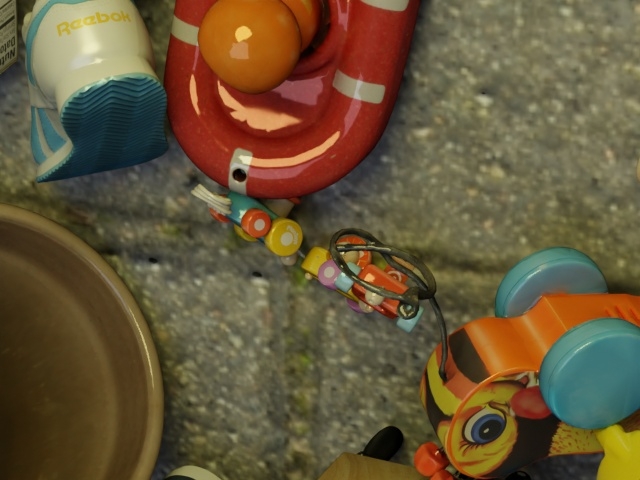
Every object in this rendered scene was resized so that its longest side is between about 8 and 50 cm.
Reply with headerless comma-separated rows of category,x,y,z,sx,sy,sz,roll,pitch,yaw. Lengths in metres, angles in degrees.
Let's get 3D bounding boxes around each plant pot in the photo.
plant pot,-0.278,0.131,1.081,0.263,0.263,0.229,51,137,-8

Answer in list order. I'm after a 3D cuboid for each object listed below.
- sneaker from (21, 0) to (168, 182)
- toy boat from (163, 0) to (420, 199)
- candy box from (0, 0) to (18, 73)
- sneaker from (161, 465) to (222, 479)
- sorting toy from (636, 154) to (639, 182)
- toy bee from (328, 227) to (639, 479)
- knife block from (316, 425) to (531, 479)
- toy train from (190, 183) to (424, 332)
sneaker,-0.145,-0.098,0.964,0.229,0.087,0.092,133,121,-69
toy boat,-0.027,-0.128,0.905,0.151,0.151,0.231,18,119,11
candy box,-0.281,-0.246,0.917,0.183,0.087,0.316,27,138,17
sneaker,-0.043,0.247,1.053,0.235,0.095,0.090,24,112,21
sorting toy,0.305,-0.089,0.869,0.208,0.038,0.193,18,119,12
toy bee,0.126,0.084,0.928,0.298,0.195,0.162,19,118,-4
knife block,0.024,0.192,0.968,0.242,0.275,0.088,26,110,58
toy train,0.000,0.000,0.989,0.166,0.125,0.046,33,84,8
